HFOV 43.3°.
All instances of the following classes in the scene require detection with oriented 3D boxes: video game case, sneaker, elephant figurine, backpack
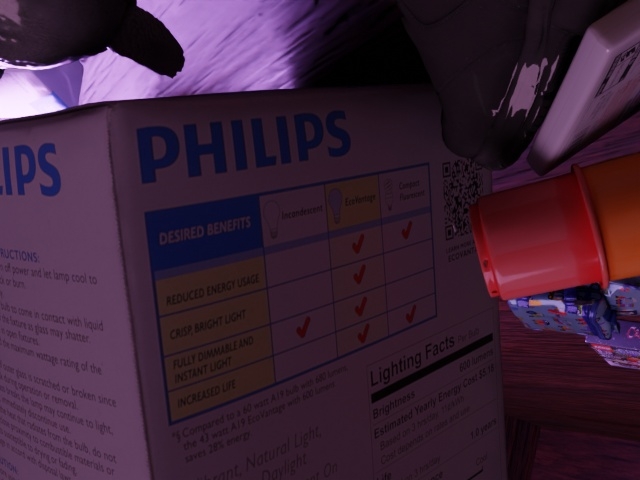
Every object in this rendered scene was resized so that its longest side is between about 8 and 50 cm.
[{"bbox_3d":[0.181,-0.103,0.419,0.019,0.143,0.157,55,175,15],"label":"video game case"},{"bbox_3d":[0.094,-0.139,0.455,0.130,0.109,0.286,24,160,8],"label":"sneaker"},{"bbox_3d":[-0.245,-0.143,0.478,0.239,0.186,0.169,-30,162,13],"label":"elephant figurine"},{"bbox_3d":[0.299,0.040,0.855,0.173,0.117,0.158,7,165,22],"label":"backpack"}]

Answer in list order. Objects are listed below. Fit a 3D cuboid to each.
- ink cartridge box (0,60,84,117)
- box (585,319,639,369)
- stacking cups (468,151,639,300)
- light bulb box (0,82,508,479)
[{"bbox_3d":[-0.340,-0.167,0.791,0.180,0.060,0.104,0,164,9],"label":"ink cartridge box"},{"bbox_3d":[0.549,0.174,1.245,0.233,0.044,0.159,5,163,37],"label":"box"},{"bbox_3d":[0.245,-0.024,0.443,0.316,0.096,0.096,-16,156,16],"label":"stacking cups"},{"bbox_3d":[-0.047,0.073,0.608,0.225,0.361,0.358,3,-168,43],"label":"light bulb box"}]
